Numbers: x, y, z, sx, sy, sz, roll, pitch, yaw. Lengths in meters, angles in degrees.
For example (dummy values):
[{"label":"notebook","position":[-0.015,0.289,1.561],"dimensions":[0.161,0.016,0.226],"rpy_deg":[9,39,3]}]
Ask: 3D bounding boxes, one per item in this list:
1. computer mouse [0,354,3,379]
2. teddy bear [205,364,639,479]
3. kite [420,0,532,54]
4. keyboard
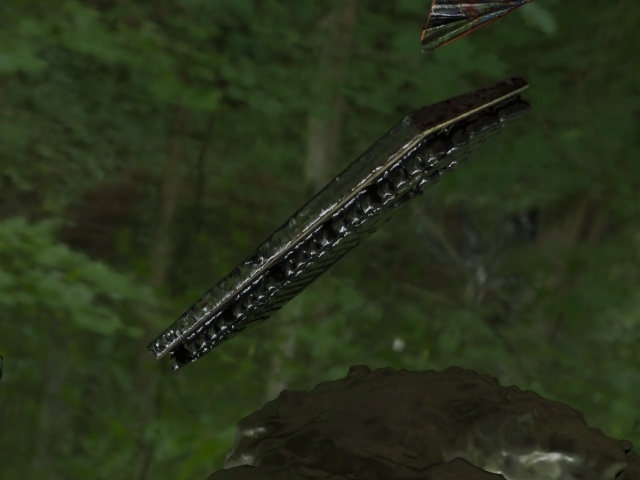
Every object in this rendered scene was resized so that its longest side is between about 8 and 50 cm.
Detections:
[{"label":"computer mouse","position":[-0.215,0.079,0.807],"dimensions":[0.079,0.135,0.047],"rpy_deg":[28,-145,-15]},{"label":"teddy bear","position":[0.012,0.216,0.999],"dimensions":[0.357,0.225,0.367],"rpy_deg":[-16,-173,39]},{"label":"kite","position":[0.171,-0.312,1.653],"dimensions":[0.183,0.241,0.014],"rpy_deg":[12,-177,-3]},{"label":"keyboard","position":[0.000,0.000,0.897],"dimensions":[0.106,0.317,0.027],"rpy_deg":[-24,-100,-39]}]
